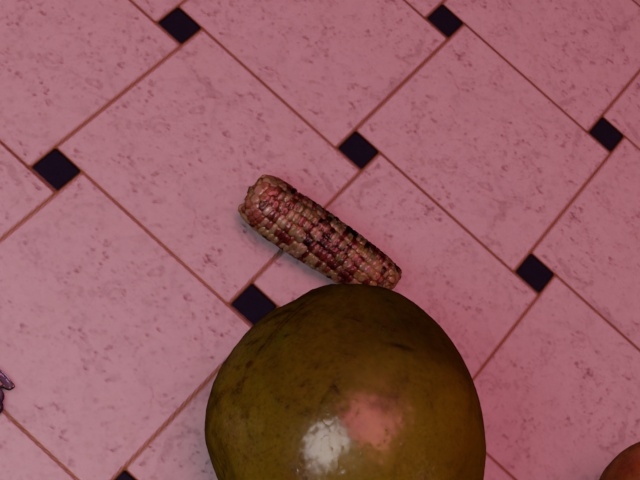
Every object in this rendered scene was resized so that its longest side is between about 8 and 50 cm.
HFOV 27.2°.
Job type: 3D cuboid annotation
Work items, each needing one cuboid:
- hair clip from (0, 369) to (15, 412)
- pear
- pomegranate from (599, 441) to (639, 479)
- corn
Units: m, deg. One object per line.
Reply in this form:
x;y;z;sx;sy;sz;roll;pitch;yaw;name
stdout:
-0.460;0.147;1.635;0.124;0.052;0.195;-36;86;-27;hair clip
0.038;0.236;1.637;0.352;0.352;0.413;8;51;-19;pear
0.497;0.389;1.782;0.281;0.281;0.281;10;60;-18;pomegranate
0.000;0.000;1.887;0.253;0.086;0.086;34;56;-6;corn
